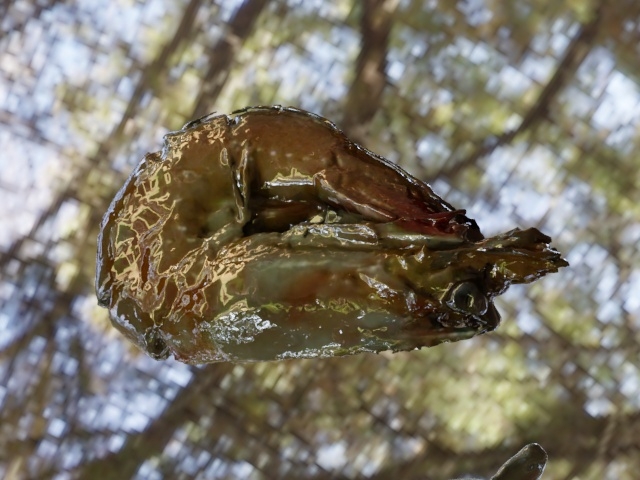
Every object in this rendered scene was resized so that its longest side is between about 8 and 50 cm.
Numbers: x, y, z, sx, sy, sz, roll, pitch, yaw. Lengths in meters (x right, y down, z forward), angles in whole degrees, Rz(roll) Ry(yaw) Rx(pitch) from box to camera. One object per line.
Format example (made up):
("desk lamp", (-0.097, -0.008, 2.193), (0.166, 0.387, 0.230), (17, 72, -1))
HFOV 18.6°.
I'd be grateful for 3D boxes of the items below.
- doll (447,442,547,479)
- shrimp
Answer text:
("doll", (0.074, 0.225, 1.113), (0.155, 0.113, 0.275), (63, -153, -24))
("shrimp", (0.000, 0.000, 1.068), (0.294, 0.062, 0.154), (5, -105, 27))
